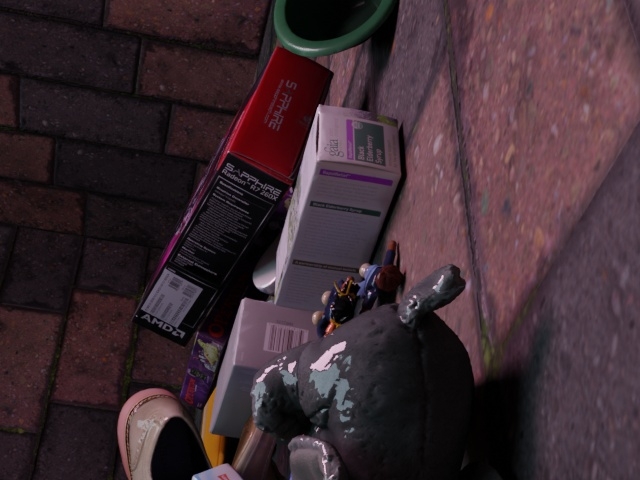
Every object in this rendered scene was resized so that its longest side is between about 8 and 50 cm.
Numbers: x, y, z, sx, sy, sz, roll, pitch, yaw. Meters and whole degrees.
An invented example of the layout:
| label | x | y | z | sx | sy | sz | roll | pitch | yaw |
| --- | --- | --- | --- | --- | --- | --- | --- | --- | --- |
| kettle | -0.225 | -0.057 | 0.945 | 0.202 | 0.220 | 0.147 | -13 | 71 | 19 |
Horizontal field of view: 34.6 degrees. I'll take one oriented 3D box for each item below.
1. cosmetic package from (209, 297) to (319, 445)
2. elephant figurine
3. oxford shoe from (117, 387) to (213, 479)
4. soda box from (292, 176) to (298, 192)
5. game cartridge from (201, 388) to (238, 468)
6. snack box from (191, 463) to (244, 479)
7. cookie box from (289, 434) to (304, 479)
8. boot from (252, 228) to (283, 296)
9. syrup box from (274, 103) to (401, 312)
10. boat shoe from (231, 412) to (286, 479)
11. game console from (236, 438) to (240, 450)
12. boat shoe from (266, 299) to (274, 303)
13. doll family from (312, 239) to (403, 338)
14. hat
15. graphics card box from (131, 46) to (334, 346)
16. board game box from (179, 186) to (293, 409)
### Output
| label | x | y | z | sx | sy | sz | roll | pitch | yaw |
| --- | --- | --- | --- | --- | --- | --- | --- | --- | --- |
| cosmetic package | -0.068 | 0.182 | 1.364 | 0.238 | 0.127 | 0.107 | 117 | 162 | -58 |
| elephant figurine | 0.046 | 0.176 | 0.655 | 0.186 | 0.169 | 0.239 | 58 | -158 | -47 |
| oxford shoe | -0.206 | 0.421 | 1.509 | 0.146 | 0.140 | 0.397 | 5 | 112 | 65 |
| soda box | -0.002 | -0.114 | 1.420 | 0.210 | 0.071 | 0.067 | -102 | 25 | -66 |
| game cartridge | -0.173 | 0.416 | 1.821 | 0.285 | 0.052 | 0.324 | 88 | -179 | -52 |
| snack box | -0.112 | 0.462 | 1.270 | 0.187 | 0.060 | 0.322 | 37 | 124 | 39 |
| cookie box | -0.008 | 0.263 | 1.172 | 0.092 | 0.040 | 0.107 | -124 | 44 | -77 |
| boot | 0.000 | 0.000 | 1.310 | 0.190 | 0.086 | 0.069 | -49 | 43 | 9 |
| syrup box | 0.016 | -0.028 | 1.152 | 0.237 | 0.096 | 0.093 | 109 | 167 | -44 |
| boat shoe | -0.080 | 0.346 | 1.372 | 0.109 | 0.098 | 0.302 | -71 | -5 | -54 |
| game console | -0.116 | 0.417 | 1.673 | 0.213 | 0.043 | 0.361 | 114 | 162 | -57 |
| boat shoe | -0.099 | 0.188 | 1.715 | 0.184 | 0.066 | 0.063 | -58 | 18 | 21 |
| doll family | 0.030 | 0.089 | 1.028 | 0.111 | 0.076 | 0.193 | 131 | 151 | -81 |
| hat | 0.050 | -0.270 | 1.351 | 0.183 | 0.172 | 0.209 | 50 | -155 | -51 |
| graphics card box | -0.120 | -0.052 | 1.364 | 0.371 | 0.094 | 0.233 | -55 | 12 | 44 |
| board game box | -0.104 | 0.070 | 1.562 | 0.208 | 0.056 | 0.347 | 106 | -169 | -52 |
